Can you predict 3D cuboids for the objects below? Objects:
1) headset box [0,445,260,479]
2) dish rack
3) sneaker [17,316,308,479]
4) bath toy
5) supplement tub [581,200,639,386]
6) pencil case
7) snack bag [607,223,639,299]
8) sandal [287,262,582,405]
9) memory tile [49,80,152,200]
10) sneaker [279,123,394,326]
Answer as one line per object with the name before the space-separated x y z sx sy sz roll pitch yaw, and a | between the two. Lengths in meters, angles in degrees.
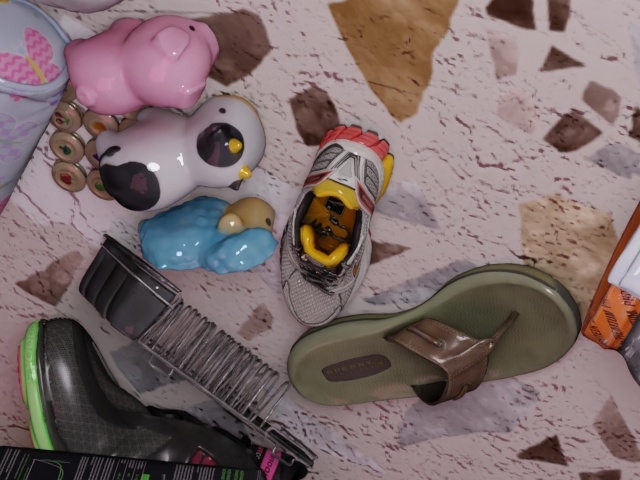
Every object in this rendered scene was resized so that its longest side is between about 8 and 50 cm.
headset box | -0.189 0.346 1.871 0.283 0.131 0.246 6 107 -1
dish rack | -0.107 0.112 1.846 0.271 0.074 0.208 39 177 -20
sneaker | -0.128 0.249 2.003 0.202 0.185 0.483 -38 104 11
bath toy | -0.144 -0.132 1.674 0.129 0.151 0.348 44 161 59
supplement tub | 0.384 0.076 1.551 0.316 0.193 0.193 26 135 3
pencil case | -0.325 -0.107 1.791 0.124 0.113 0.273 11 141 -25
snack bag | 0.431 -0.042 1.421 0.323 0.037 0.342 27 98 3
sandal | 0.104 0.111 1.785 0.303 0.086 0.120 -20 119 27
memory tile | -0.207 -0.095 1.820 0.113 0.012 0.148 14 133 14
sneaker | 0.000 0.000 1.744 0.088 0.093 0.225 19 136 8
